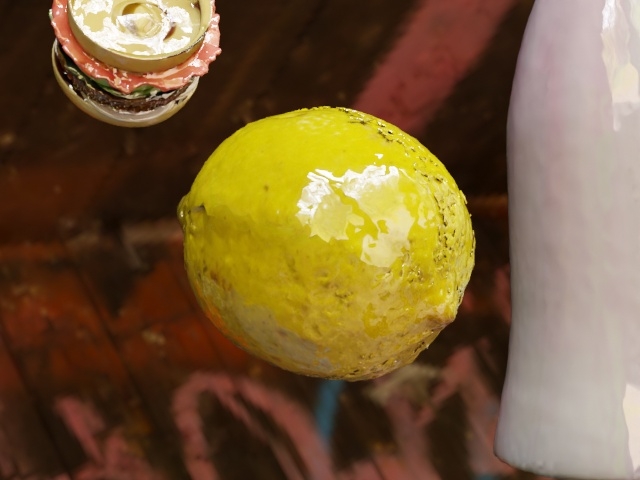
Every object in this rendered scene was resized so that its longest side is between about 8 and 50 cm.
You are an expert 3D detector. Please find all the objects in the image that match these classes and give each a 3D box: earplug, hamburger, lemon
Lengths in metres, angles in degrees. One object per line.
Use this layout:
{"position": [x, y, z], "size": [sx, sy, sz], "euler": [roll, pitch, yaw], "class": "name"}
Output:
{"position": [0.176, -0.026, 1.128], "size": [0.172, 0.301, 0.172], "euler": [-4, 6, 0], "class": "earplug"}
{"position": [-0.186, -0.186, 1.901], "size": [0.175, 0.175, 0.137], "euler": [-15, -32, -28], "class": "hamburger"}
{"position": [0.000, 0.000, 1.863], "size": [0.258, 0.310, 0.257], "euler": [-36, -45, -47], "class": "lemon"}
